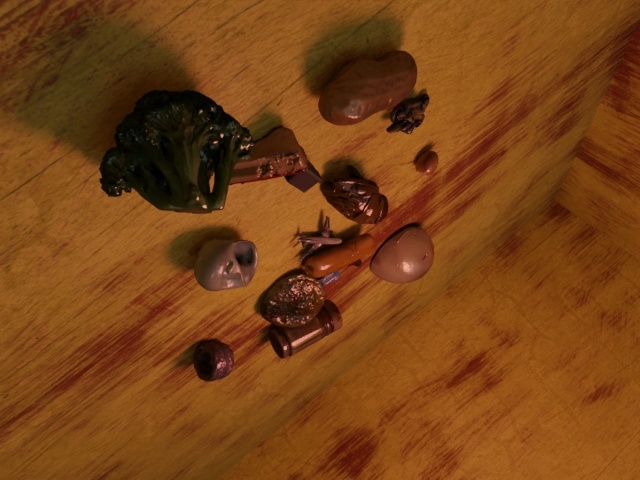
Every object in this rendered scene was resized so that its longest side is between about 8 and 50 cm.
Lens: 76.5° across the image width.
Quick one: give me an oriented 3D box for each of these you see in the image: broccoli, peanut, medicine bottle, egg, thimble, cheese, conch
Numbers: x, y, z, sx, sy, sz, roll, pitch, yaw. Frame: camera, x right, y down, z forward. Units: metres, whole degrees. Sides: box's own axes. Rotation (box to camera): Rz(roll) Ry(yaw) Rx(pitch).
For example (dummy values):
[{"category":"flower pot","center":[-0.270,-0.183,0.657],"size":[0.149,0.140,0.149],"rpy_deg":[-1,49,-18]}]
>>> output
[{"category":"broccoli","center":[-0.277,-0.163,0.808],"size":[0.294,0.246,0.265],"rpy_deg":[-10,164,-5]},{"category":"peanut","center":[0.131,-0.400,1.049],"size":[0.313,0.152,0.152],"rpy_deg":[-28,147,-21]},{"category":"medicine bottle","center":[-0.067,0.405,1.862],"size":[0.322,0.151,0.151],"rpy_deg":[-23,145,-28]},{"category":"egg","center":[0.423,0.103,1.983],"size":[0.336,0.201,0.337],"rpy_deg":[-27,145,-21]},{"category":"thimble","center":[-0.409,0.462,1.558],"size":[0.097,0.150,0.150],"rpy_deg":[1,130,-51]},{"category":"cheese","center":[-0.020,0.201,1.749],"size":[0.244,0.052,0.135],"rpy_deg":[-36,151,-8]},{"category":"conch","center":[-0.278,0.066,1.209],"size":[0.185,0.121,0.221],"rpy_deg":[-45,154,11]},{"category":"egg","center":[0.411,-0.298,1.560],"size":[0.080,0.080,0.097],"rpy_deg":[-1,118,-48]}]

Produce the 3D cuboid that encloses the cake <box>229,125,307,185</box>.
[{"category":"cake","center":[-0.149,-0.224,1.059],"size":[0.220,0.117,0.086],"rpy_deg":[-8,147,9]}]

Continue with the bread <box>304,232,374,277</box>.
[{"category":"bread","center":[0.079,0.063,1.614],"size":[0.305,0.091,0.142],"rpy_deg":[-23,167,-27]}]

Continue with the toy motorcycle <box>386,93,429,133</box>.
[{"category":"toy motorcycle","center":[0.282,-0.393,1.305],"size":[0.193,0.061,0.124],"rpy_deg":[-32,143,-31]}]

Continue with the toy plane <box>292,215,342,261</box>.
[{"category":"toy plane","center":[-0.003,-0.002,1.494],"size":[0.226,0.058,0.226],"rpy_deg":[-8,140,-49]}]

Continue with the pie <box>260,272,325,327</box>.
[{"category":"pie","center":[-0.106,0.251,1.641],"size":[0.276,0.079,0.277],"rpy_deg":[-12,133,-13]}]

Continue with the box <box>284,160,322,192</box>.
[{"category":"box","center":[-0.058,-0.194,1.163],"size":[0.069,0.084,0.122],"rpy_deg":[-41,150,15]}]

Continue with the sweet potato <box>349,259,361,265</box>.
[{"category":"sweet potato","center":[0.148,0.088,1.796],"size":[0.182,0.053,0.054],"rpy_deg":[14,81,-58]}]

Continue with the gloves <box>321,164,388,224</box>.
[{"category":"gloves","center":[0.135,-0.141,1.389],"size":[0.154,0.141,0.331],"rpy_deg":[-48,149,14]}]
